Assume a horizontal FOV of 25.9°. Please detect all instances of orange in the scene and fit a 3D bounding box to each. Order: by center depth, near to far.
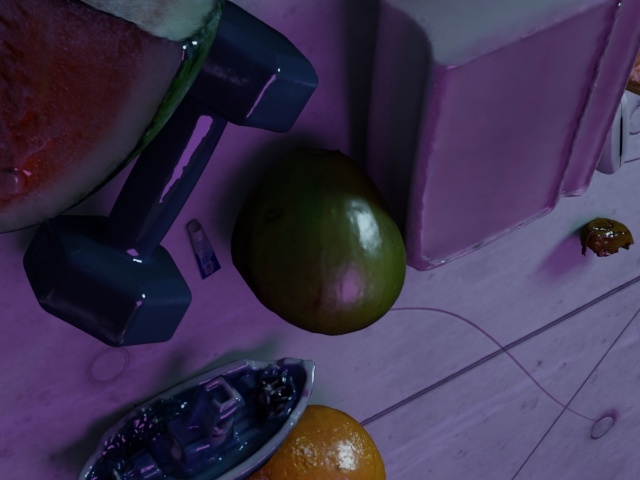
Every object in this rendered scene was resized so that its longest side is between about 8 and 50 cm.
[{"bbox_3d":[-0.013,0.286,1.644,0.193,0.161,0.193,-20,144,-16],"label":"orange"}]

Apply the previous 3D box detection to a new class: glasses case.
[{"bbox_3d":[0.317,-0.139,1.601,0.049,0.074,0.193,-45,154,-10],"label":"glasses case"}]

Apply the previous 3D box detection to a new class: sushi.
[{"bbox_3d":[0.367,-0.001,1.800,0.099,0.050,0.047,-2,119,-31],"label":"sushi"}]

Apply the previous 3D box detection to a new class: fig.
[{"bbox_3d":[0.000,0.000,1.410,0.181,0.181,0.191,-12,112,-32],"label":"fig"}]

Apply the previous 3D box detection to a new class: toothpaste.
[{"bbox_3d":[-0.121,0.012,1.437,0.024,0.015,0.083,-34,144,-14],"label":"toothpaste"}]

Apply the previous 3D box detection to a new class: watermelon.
[{"bbox_3d":[-0.227,-0.174,1.107,0.283,0.292,0.250,-44,180,22],"label":"watermelon"}]

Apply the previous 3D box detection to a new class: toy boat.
[{"bbox_3d":[-0.134,0.209,1.500,0.309,0.129,0.142,-27,152,-22],"label":"toy boat"}]

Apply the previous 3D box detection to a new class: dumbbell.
[{"bbox_3d":[-0.137,-0.062,1.251,0.156,0.143,0.316,30,106,-5],"label":"dumbbell"}]

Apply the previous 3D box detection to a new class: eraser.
[{"bbox_3d":[0.182,-0.140,1.410,0.272,0.122,0.359,-27,151,-20],"label":"eraser"}]

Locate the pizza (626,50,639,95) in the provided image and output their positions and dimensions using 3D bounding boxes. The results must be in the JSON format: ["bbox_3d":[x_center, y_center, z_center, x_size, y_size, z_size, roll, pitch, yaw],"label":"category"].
[{"bbox_3d":[0.383,-0.311,1.540,0.189,0.071,0.297,18,108,-28],"label":"pizza"}]
